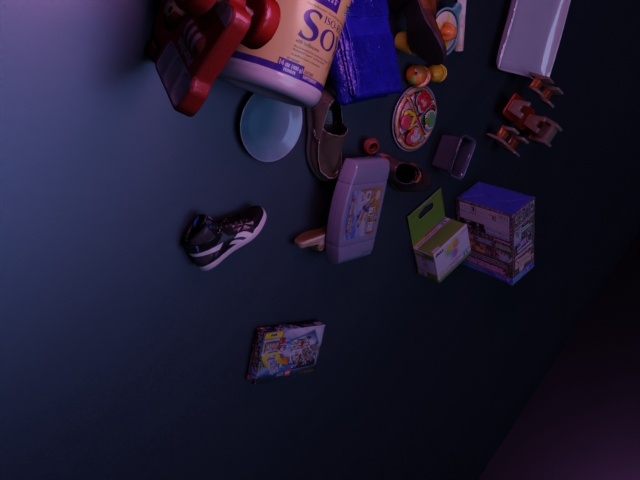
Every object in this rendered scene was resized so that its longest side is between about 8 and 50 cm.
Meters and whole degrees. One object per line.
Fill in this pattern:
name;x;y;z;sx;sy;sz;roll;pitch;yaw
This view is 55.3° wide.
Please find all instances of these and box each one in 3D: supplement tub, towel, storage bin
supplement tub;-0.069;-0.472;1.285;0.241;0.241;0.331;11;99;-46
towel;0.104;-0.501;1.505;0.227;0.076;0.308;-21;105;-36
storage bin;0.427;-0.275;1.966;0.098;0.091;0.135;13;99;-46

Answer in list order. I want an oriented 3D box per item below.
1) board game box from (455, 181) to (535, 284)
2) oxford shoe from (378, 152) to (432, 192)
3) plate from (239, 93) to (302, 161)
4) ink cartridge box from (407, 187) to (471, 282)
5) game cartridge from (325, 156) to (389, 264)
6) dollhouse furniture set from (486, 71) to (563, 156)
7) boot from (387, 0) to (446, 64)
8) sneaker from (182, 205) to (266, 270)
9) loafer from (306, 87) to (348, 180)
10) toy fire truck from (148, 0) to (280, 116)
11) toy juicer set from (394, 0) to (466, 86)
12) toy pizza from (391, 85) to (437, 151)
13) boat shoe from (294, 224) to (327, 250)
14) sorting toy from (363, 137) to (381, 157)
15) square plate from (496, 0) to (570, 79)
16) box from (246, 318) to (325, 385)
board game box;0.620;-0.029;2.162;0.141;0.232;0.291;-33;129;-30
oxford shoe;0.267;-0.188;1.843;0.271;0.098;0.097;10;101;-46
plate;-0.122;-0.284;1.478;0.188;0.024;0.188;-19;120;-37
ink cartridge box;0.401;-0.016;2.054;0.189;0.097;0.255;-39;132;-25
game cartridge;0.099;-0.082;1.693;0.198;0.062;0.297;-17;122;-55
dollhouse furniture set;0.732;-0.433;2.171;0.259;0.135;0.262;24;103;-41
boot;0.316;-0.645;1.650;0.264;0.096;0.280;50;60;-12
sneaker;-0.227;-0.035;1.446;0.217;0.079;0.121;-44;134;-19
loafer;0.019;-0.265;1.576;0.094;0.087;0.251;-29;126;-32
toy fire truck;-0.236;-0.406;1.136;0.169;0.302;0.254;17;122;-46
toy juicer set;0.361;-0.570;1.771;0.329;0.089;0.209;-41;132;-24
toy pizza;0.290;-0.365;1.835;0.201;0.032;0.201;-20;121;-37
boat shoe;0.000;0.000;1.695;0.170;0.063;0.059;-20;115;-38
sorting toy;0.138;-0.247;1.743;0.061;0.042;0.102;0;121;-28
square plate;0.724;-0.732;2.081;0.347;0.049;0.344;-2;109;-44
box;-0.097;0.318;1.757;0.233;0.044;0.159;0;108;-44
